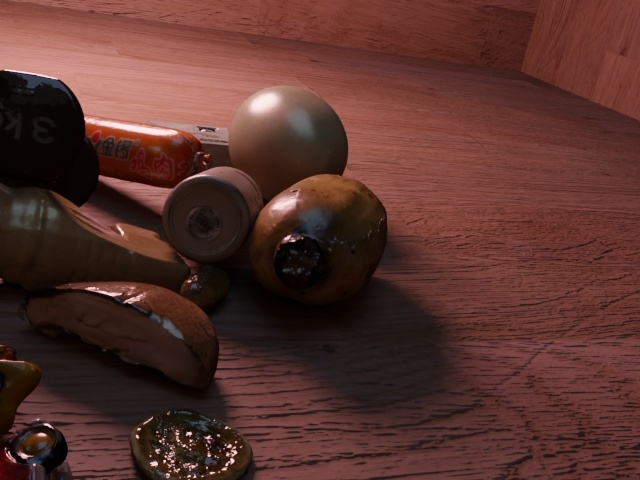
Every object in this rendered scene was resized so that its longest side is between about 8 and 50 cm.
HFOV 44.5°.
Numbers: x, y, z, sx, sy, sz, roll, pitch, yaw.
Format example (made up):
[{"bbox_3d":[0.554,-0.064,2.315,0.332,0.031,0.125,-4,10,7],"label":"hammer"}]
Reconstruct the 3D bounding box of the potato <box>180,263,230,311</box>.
[{"bbox_3d":[-0.131,0.054,0.906,0.047,0.045,0.092,-12,13,16],"label":"potato"}]

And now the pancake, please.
[{"bbox_3d":[-0.110,0.175,0.654,0.108,0.017,0.108,13,19,-5],"label":"pancake"}]

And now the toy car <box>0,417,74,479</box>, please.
[{"bbox_3d":[-0.200,0.191,0.472,0.112,0.112,0.139,-10,36,-12],"label":"toy car"}]

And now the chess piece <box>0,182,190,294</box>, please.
[{"bbox_3d":[-0.299,0.002,0.881,0.301,0.137,0.137,15,18,-28],"label":"chess piece"}]

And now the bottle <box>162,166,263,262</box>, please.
[{"bbox_3d":[-0.133,-0.042,1.038,0.110,0.109,0.233,11,9,0],"label":"bottle"}]

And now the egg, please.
[{"bbox_3d":[-0.053,-0.152,1.260,0.187,0.186,0.253,1,21,-25],"label":"egg"}]

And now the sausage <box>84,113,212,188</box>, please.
[{"bbox_3d":[-0.287,-0.133,1.160,0.312,0.092,0.093,13,20,30],"label":"sausage"}]

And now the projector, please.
[{"bbox_3d":[-0.229,-0.161,1.366,0.147,0.061,0.115,4,24,-17],"label":"projector"}]

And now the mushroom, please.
[{"bbox_3d":[-0.187,0.080,0.779,0.210,0.072,0.094,18,14,17],"label":"mushroom"}]

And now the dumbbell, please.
[{"bbox_3d":[-0.356,-0.115,0.980,0.141,0.124,0.225,10,-12,-8],"label":"dumbbell"}]

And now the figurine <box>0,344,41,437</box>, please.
[{"bbox_3d":[-0.319,0.106,0.647,0.176,0.121,0.122,36,60,29],"label":"figurine"}]

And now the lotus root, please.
[{"bbox_3d":[0.000,0.000,0.977,0.160,0.146,0.284,-5,12,12],"label":"lotus root"}]
